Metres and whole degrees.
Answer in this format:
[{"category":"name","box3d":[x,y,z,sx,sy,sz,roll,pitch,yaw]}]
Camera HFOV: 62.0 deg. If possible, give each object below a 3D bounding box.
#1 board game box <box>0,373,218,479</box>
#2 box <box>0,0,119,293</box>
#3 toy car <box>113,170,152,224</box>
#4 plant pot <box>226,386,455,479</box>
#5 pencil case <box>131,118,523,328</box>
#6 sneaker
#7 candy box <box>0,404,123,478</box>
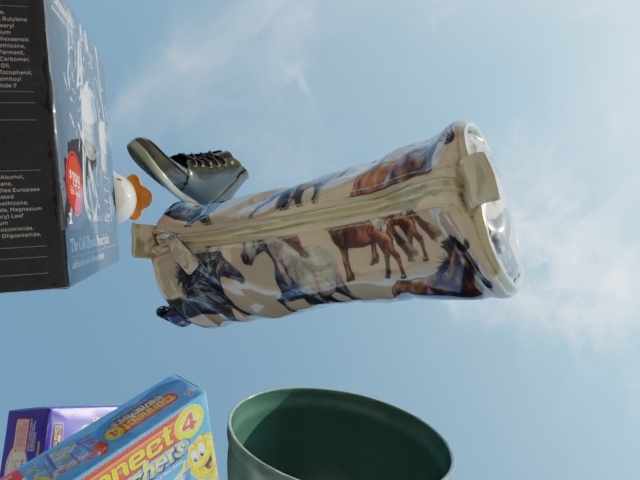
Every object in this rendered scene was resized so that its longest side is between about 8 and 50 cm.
[{"category":"board game box","box3d":[-0.304,0.420,0.833,0.086,0.308,0.301,14,-62,36]},{"category":"box","box3d":[-0.367,-0.108,0.641,0.179,0.343,0.312,-5,-86,-13]},{"category":"toy car","box3d":[-0.475,-0.108,1.109,0.238,0.219,0.210,-6,-79,-31]},{"category":"plant pot","box3d":[0.010,0.340,0.698,0.293,0.293,0.196,11,-85,8]},{"category":"pencil case","box3d":[0.000,0.000,0.556,0.411,0.184,0.159,-11,-100,33]},{"category":"sneaker","box3d":[-0.212,-0.126,0.874,0.083,0.222,0.118,34,-98,32]},{"category":"candy box","box3d":[-0.430,0.451,1.009,0.122,0.317,0.268,-9,-109,25]}]
